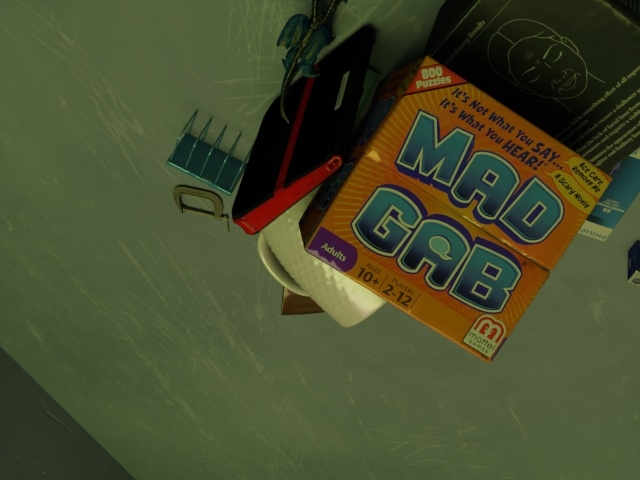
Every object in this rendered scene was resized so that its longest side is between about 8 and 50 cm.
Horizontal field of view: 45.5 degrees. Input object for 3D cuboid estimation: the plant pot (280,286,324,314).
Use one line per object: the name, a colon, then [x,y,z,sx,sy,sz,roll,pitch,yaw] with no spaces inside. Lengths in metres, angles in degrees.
plant pot: [0.021,0.100,1.988,0.231,0.215,0.215,7,139,-3]

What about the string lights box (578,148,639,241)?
string lights box: [0.594,-0.135,1.523,0.077,0.133,0.259,19,139,3]

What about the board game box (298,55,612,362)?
board game box: [0.205,-0.065,1.352,0.357,0.356,0.356,32,95,-7]

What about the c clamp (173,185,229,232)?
c clamp: [-0.322,-0.086,2.053,0.161,0.022,0.137,17,139,5]

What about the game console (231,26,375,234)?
game console: [-0.031,-0.213,1.514,0.060,0.386,0.342,35,137,-26]

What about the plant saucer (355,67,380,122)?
plant saucer: [0.065,-0.307,1.654,0.067,0.018,0.192,25,140,-4]

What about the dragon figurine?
dragon figurine: [-0.029,-0.382,1.475,0.085,0.289,0.144,29,174,6]

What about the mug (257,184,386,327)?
mug: [0.000,0.000,1.701,0.328,0.276,0.374,45,136,-8]

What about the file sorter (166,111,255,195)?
file sorter: [-0.257,-0.212,1.820,0.170,0.118,0.104,27,135,-6]

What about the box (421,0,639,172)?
box: [0.425,-0.339,1.318,0.396,0.212,0.293,31,139,-12]

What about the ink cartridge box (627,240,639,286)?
ink cartridge box: [0.791,0.081,1.697,0.207,0.097,0.046,20,139,3]

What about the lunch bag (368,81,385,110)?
lunch bag: [0.159,-0.243,1.624,0.129,0.096,0.151,18,129,4]
